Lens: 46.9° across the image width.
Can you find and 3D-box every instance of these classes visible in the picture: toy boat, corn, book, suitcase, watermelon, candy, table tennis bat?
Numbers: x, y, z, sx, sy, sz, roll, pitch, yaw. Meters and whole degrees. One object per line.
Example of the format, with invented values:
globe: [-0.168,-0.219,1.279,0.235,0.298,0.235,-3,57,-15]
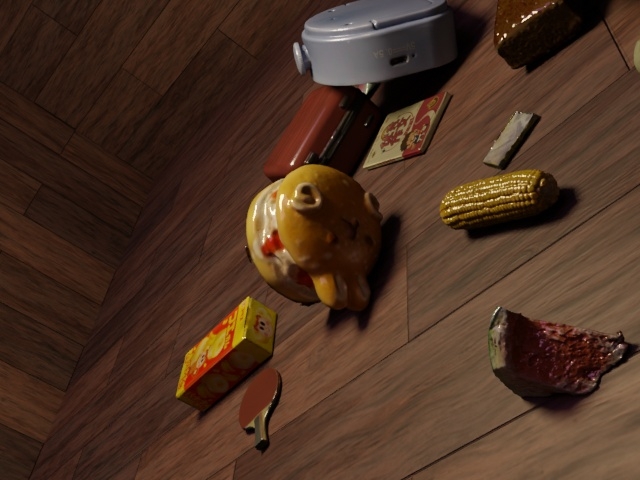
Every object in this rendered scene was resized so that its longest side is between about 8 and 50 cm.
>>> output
toy boat: [0.338,-0.180,1.315,0.115,0.016,0.063,-56,22,1]
corn: [0.281,-0.064,1.189,0.238,0.080,0.080,-14,46,56]
book: [0.194,-0.249,1.699,0.232,0.022,0.162,-8,51,61]
suitcase: [0.004,-0.251,1.906,0.297,0.161,0.236,-60,23,-10]
watermelon: [0.290,0.150,0.922,0.158,0.121,0.097,8,76,17]
candy: [-0.222,0.270,1.737,0.276,0.088,0.146,-44,24,28]
table tennis bat: [-0.124,0.346,1.520,0.130,0.019,0.220,-48,22,17]

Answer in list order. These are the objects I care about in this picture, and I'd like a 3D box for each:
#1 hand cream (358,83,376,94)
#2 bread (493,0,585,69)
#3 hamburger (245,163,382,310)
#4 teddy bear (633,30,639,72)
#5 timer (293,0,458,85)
hand cream: [0.092,-0.382,2.078,0.275,0.050,0.079,-55,-4,16]
bread: [0.442,-0.526,1.463,0.165,0.113,0.416,-32,33,47]
hamburger: [0.000,0.000,1.461,0.186,0.261,0.302,-22,57,48]
teddy bear: [0.542,-0.361,0.972,0.267,0.156,0.256,102,-174,-64]
timer: [0.123,-0.476,1.799,0.395,0.173,0.395,-11,27,6]
